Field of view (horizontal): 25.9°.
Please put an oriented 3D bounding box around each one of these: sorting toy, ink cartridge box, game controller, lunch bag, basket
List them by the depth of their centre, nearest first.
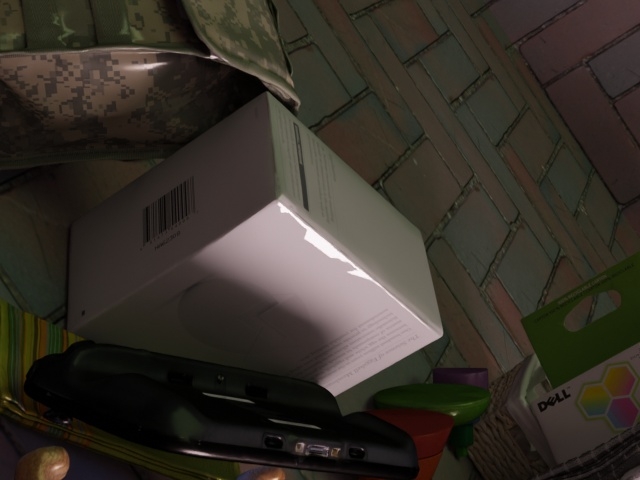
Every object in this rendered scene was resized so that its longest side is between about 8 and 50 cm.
[{"bbox_3d":[-0.063,0.137,1.041,0.166,0.067,0.319,26,6,40],"label":"game controller"},{"bbox_3d":[-0.168,-0.196,1.163,0.287,0.169,0.235,-6,58,-21],"label":"lunch bag"},{"bbox_3d":[0.116,0.227,1.498,0.365,0.127,0.126,-15,103,-70],"label":"sorting toy"},{"bbox_3d":[0.338,0.154,1.625,0.097,0.189,0.255,20,42,-55],"label":"ink cartridge box"},{"bbox_3d":[0.246,0.230,1.721,0.113,0.103,0.167,56,21,-4],"label":"basket"}]

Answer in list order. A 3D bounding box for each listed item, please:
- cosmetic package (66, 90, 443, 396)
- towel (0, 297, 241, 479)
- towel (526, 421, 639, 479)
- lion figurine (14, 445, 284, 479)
[{"bbox_3d":[-0.056,0.032,1.181,0.225,0.224,0.138,41,28,-37],"label":"cosmetic package"},{"bbox_3d":[-0.154,0.124,1.080,0.237,0.021,0.102,28,36,-36],"label":"towel"},{"bbox_3d":[0.331,0.331,1.523,0.235,0.284,0.121,46,20,-29],"label":"towel"},{"bbox_3d":[-0.092,0.277,0.947,0.392,0.142,0.240,10,58,-43],"label":"lion figurine"}]
